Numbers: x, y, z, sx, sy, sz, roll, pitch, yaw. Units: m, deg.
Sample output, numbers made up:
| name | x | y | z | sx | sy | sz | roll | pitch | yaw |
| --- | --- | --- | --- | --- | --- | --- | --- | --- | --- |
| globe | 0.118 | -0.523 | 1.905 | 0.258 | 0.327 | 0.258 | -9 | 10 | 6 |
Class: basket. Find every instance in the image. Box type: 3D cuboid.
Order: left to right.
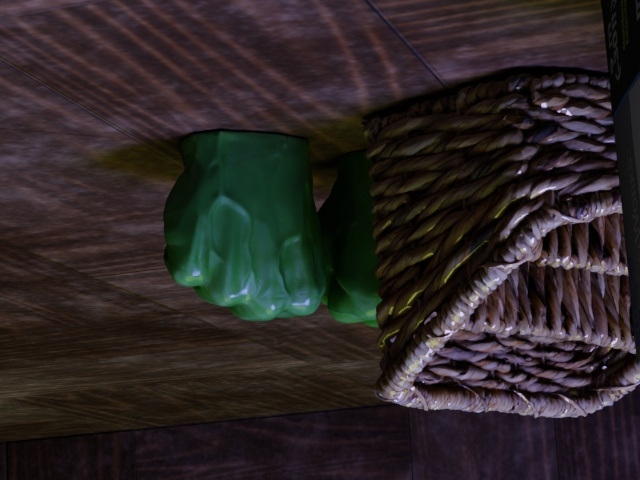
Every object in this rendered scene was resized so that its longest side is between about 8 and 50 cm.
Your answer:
| name | x | y | z | sx | sy | sz | roll | pitch | yaw |
| --- | --- | --- | --- | --- | --- | --- | --- | --- | --- |
| basket | 0.200 | 0.013 | 1.384 | 0.213 | 0.223 | 0.299 | -14 | 163 | 40 |

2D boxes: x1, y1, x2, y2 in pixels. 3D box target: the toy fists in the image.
| name | x | y | z | sx | sy | sz | roll | pitch | yaw |
| --- | --- | --- | --- | --- | --- | --- | --- | --- | --- |
| toy fists | 0.000 | 0.000 | 1.453 | 0.279 | 0.142 | 0.096 | 5 | 165 | -33 |

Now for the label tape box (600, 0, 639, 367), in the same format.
| name | x | y | z | sx | sy | sz | roll | pitch | yaw |
| --- | --- | --- | --- | --- | --- | --- | --- | --- | --- |
| label tape box | 0.233 | -0.050 | 1.058 | 0.106 | 0.241 | 0.334 | -3 | 167 | -3 |
